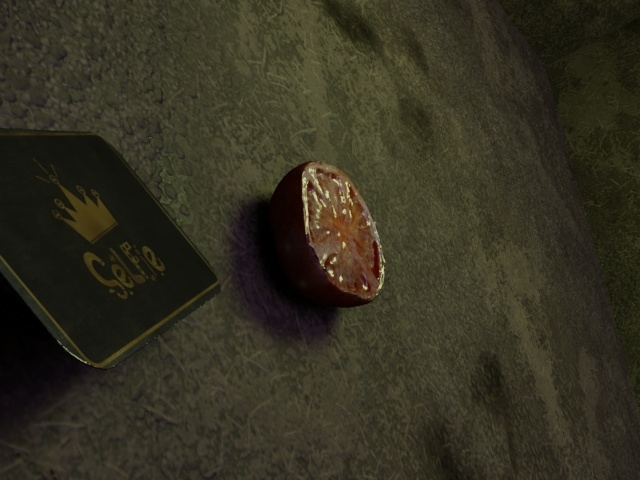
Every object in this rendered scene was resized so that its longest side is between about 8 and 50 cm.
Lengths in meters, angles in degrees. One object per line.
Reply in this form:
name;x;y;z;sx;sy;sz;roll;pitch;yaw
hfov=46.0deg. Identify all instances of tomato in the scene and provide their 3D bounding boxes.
tomato;0.000;0.000;1.122;0.237;0.095;0.236;40;38;-41

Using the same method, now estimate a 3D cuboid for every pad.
pad;-0.175;-0.005;0.727;0.315;0.063;0.375;52;12;-2

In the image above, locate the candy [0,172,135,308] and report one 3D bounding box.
candy;-0.308;-0.025;0.671;0.312;0.088;0.061;45;34;-29
